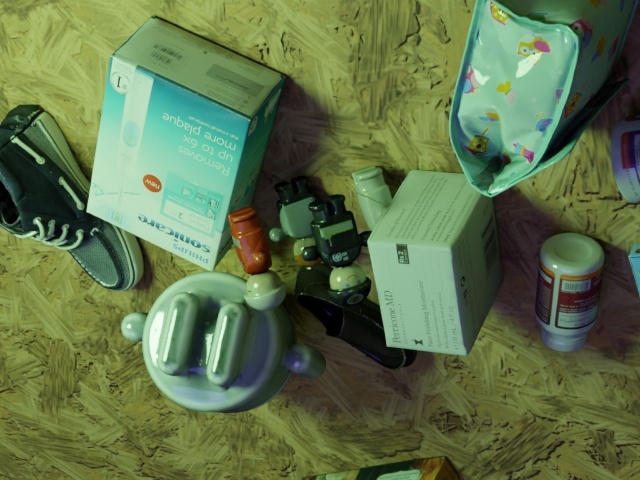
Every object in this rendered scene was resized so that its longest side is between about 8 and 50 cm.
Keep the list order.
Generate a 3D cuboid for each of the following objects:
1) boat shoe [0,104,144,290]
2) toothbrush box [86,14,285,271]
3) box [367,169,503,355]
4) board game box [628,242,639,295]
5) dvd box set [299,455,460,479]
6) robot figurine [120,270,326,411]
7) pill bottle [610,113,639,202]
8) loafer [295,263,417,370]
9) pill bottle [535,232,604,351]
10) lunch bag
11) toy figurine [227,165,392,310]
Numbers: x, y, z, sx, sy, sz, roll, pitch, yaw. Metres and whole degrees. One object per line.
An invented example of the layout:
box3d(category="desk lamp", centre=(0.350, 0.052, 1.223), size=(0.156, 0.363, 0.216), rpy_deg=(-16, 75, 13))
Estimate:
box3d(category="boat shoe", centre=(-0.413, -0.028, 2.157), size=(0.127, 0.158, 0.341), rpy_deg=(-18, 114, 37))
box3d(category="toothbrush box", centre=(-0.195, -0.133, 1.985), size=(0.216, 0.126, 0.296), rpy_deg=(26, 134, 8))
box3d(category="box", centre=(0.159, 0.028, 1.882), size=(0.119, 0.182, 0.181), rpy_deg=(5, 127, 24))
box3d(category="board game box", centre=(0.523, 0.071, 1.819), size=(0.211, 0.039, 0.160), rpy_deg=(-5, 122, 29))
box3d(category="dvd box set", centre=(0.014, 0.512, 2.171), size=(0.307, 0.420, 0.062), rpy_deg=(-15, 116, 36))
box3d(category="robot figurine", centre=(-0.142, 0.154, 2.069), size=(0.299, 0.200, 0.353), rpy_deg=(15, 175, 8))
box3d(category="pill bottle", centre=(0.454, -0.107, 1.671), size=(0.193, 0.108, 0.108), rpy_deg=(-6, 121, 32))
box3d(category="loafer", centre=(0.043, 0.128, 2.090), size=(0.220, 0.078, 0.080), rpy_deg=(37, 133, -2))
box3d(category="pill bottle", centre=(0.333, 0.072, 1.889), size=(0.086, 0.086, 0.152), rpy_deg=(14, 130, 18))
box3d(category="lunch bag", centre=(0.260, -0.197, 1.626), size=(0.160, 0.223, 0.262), rpy_deg=(24, 133, 20))
box3d(category="toy figurine", centre=(0.000, 0.000, 1.924), size=(0.213, 0.209, 0.148), rpy_deg=(-8, 106, 30))
